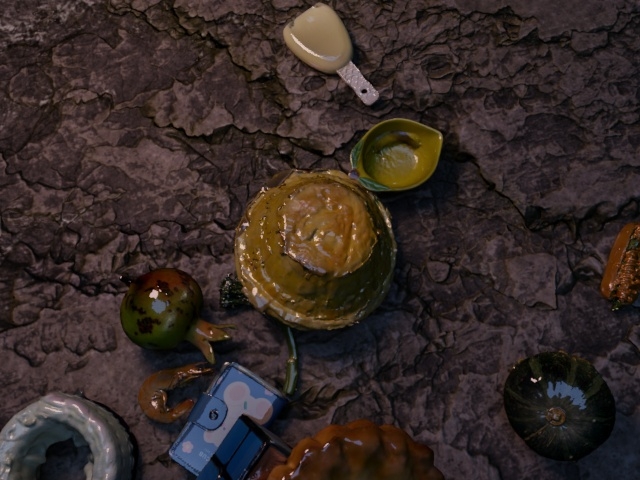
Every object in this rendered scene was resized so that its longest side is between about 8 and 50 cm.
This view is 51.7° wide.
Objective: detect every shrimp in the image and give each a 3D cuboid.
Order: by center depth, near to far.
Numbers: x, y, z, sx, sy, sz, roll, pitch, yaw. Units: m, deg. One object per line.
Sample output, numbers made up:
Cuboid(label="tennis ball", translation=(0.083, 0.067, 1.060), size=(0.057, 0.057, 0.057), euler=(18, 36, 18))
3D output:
Cuboid(label="shrimp", translation=(-0.261, 0.274, 1.195), size=(0.162, 0.045, 0.095), euler=(-20, 55, 14))

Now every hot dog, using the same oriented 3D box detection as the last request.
Cuboid(label="hot dog", translation=(0.596, 0.046, 1.277), size=(0.072, 0.055, 0.188), euler=(22, 74, 4))

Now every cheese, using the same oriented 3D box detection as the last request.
Cuboid(label="cheese", translation=(0.036, -0.383, 1.394), size=(0.127, 0.054, 0.251), euler=(-38, 78, -7))

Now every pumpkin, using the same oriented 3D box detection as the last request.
Cuboid(label="pumpkin", translation=(0.417, 0.288, 1.160), size=(0.190, 0.146, 0.190), euler=(2, 103, 8))

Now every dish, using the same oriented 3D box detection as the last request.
Cuboid(label="dish", translation=(0.145, -0.157, 1.317), size=(0.208, 0.080, 0.148), euler=(-23, 78, -8))

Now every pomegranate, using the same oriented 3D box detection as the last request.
Cuboid(label="pomegranate", translation=(-0.258, 0.135, 1.194), size=(0.220, 0.156, 0.156), euler=(20, 75, 10))

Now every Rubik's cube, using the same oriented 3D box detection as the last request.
Cuboid(label="Rubik's cube", translation=(-0.093, 0.421, 1.081), size=(0.180, 0.167, 0.183), euler=(38, 78, -17))

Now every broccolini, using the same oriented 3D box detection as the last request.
Cuboid(label="broccolini", translation=(-0.114, 0.165, 1.241), size=(0.123, 0.062, 0.271), euler=(-18, 77, 1))

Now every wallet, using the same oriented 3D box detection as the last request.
Cuboid(label="wallet", translation=(-0.167, 0.331, 1.190), size=(0.141, 0.059, 0.202), euler=(33, 78, 2))

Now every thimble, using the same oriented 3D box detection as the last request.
Cuboid(label="thimble", translation=(-0.436, 0.376, 1.128), size=(0.237, 0.150, 0.237), euler=(0, 73, 0))

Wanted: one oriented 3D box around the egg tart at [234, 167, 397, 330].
Cuboid(label="egg tart", translation=(0.000, -0.001, 1.223), size=(0.341, 0.132, 0.341), euler=(4, 66, -9))

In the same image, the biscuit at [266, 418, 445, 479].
Cuboid(label="biscuit", translation=(0.044, 0.429, 0.992), size=(0.326, 0.107, 0.325), euler=(1, 88, -24))
